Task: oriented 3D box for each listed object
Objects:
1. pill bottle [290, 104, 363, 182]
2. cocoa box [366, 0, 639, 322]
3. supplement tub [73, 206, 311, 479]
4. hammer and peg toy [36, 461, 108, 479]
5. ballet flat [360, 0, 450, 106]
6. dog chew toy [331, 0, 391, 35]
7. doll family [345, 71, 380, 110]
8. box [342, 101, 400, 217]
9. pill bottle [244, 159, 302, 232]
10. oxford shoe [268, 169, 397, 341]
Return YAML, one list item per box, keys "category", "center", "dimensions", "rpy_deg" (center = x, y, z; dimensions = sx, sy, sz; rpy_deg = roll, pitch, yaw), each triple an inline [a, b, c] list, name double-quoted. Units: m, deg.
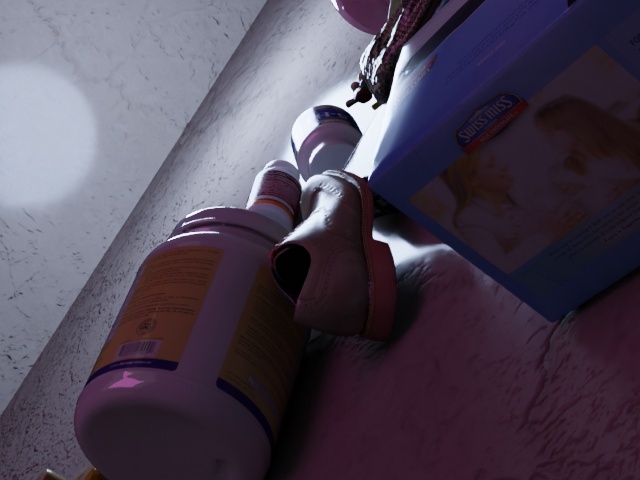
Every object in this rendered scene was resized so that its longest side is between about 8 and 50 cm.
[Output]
- category: "pill bottle"
  center: [0.017, -0.132, 1.819]
  dimensions: [0.112, 0.112, 0.186]
  rpy_deg: [-51, 17, 12]
- category: "cocoa box"
  center: [0.242, -0.141, 1.017]
  dimensions: [0.347, 0.231, 0.228]
  rpy_deg: [-41, 22, 38]
- category: "supplement tub"
  center: [-0.144, 0.141, 1.507]
  dimensions: [0.241, 0.241, 0.331]
  rpy_deg: [-40, 22, 41]
- category: "hammer and peg toy"
  center: [-0.374, 0.424, 1.778]
  dimensions: [0.361, 0.127, 0.266]
  rpy_deg: [-43, 20, 33]
- category: "ballet flat"
  center: [0.210, -0.400, 1.688]
  dimensions: [0.482, 0.164, 0.182]
  rpy_deg: [-53, 42, 13]
- category: "dog chew toy"
  center: [0.144, -0.447, 1.927]
  dimensions: [0.206, 0.207, 0.332]
  rpy_deg: [-60, 20, -17]
- category: "doll family"
  center: [0.124, -0.259, 1.845]
  dimensions: [0.193, 0.076, 0.111]
  rpy_deg: [-48, 13, 12]
- category: "box"
  center: [0.112, -0.117, 1.590]
  dimensions: [0.147, 0.078, 0.180]
  rpy_deg: [-59, 17, -16]
- category: "pill bottle"
  center: [-0.076, -0.065, 1.990]
  dimensions: [0.086, 0.086, 0.152]
  rpy_deg: [-43, 20, 34]
- category: "oxford shoe"
  center: [0.000, 0.000, 1.476]
  dimensions: [0.348, 0.130, 0.123]
  rpy_deg: [-111, 27, -63]
